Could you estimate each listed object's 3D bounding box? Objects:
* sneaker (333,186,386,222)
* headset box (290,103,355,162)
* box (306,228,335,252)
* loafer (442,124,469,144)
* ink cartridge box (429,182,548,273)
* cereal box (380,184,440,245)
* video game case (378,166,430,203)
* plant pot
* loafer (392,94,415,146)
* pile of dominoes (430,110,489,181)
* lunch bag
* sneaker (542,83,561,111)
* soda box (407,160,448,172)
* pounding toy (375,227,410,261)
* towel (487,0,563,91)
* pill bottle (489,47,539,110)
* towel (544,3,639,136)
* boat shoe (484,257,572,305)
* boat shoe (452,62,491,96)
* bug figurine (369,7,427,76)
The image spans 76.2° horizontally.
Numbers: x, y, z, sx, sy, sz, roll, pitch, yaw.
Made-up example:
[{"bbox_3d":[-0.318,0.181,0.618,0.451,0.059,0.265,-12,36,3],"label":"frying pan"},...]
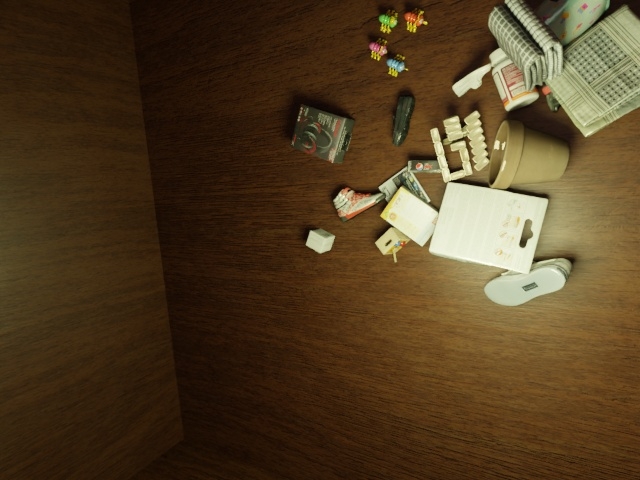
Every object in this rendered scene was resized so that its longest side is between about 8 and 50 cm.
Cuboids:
[{"bbox_3d":[0.177,-0.203,1.962,0.270,0.090,0.145,-29,86,38],"label":"sneaker"},{"bbox_3d":[0.020,-0.517,1.990,0.293,0.110,0.218,27,111,24],"label":"headset box"},{"bbox_3d":[0.000,0.000,2.106,0.102,0.101,0.087,28,113,25],"label":"box"},{"bbox_3d":[0.578,-0.445,1.708,0.148,0.056,0.050,-23,86,22],"label":"loafer"},{"bbox_3d":[0.669,-0.052,1.651,0.385,0.091,0.308,15,84,26],"label":"ink cartridge box"},{"bbox_3d":[0.416,-0.111,1.845,0.240,0.047,0.173,37,118,7],"label":"cereal box"},{"bbox_3d":[0.386,-0.215,1.883,0.173,0.022,0.190,-35,80,31],"label":"video game case"},{"bbox_3d":[0.777,-0.308,1.524,0.229,0.263,0.263,10,105,9],"label":"plant pot"},{"bbox_3d":[0.356,-0.532,1.812,0.078,0.076,0.223,21,105,32],"label":"loafer"},{"bbox_3d":[0.576,-0.388,1.683,0.196,0.040,0.251,-16,109,16],"label":"pile of dominoes"},{"bbox_3d":[0.827,-0.765,1.367,0.223,0.262,0.160,-40,78,27],"label":"lunch bag"},{"bbox_3d":[0.946,-0.528,1.445,0.276,0.098,0.135,-6,96,34],"label":"sneaker"},{"bbox_3d":[0.467,-0.322,1.780,0.169,0.060,0.053,5,102,22],"label":"soda box"},{"bbox_3d":[0.340,0.024,1.903,0.141,0.130,0.100,-47,63,28],"label":"pounding toy"},{"bbox_3d":[0.675,-0.643,1.353,0.121,0.284,0.235,-37,70,24],"label":"towel"},{"bbox_3d":[0.726,-0.616,1.542,0.121,0.121,0.221,-21,85,32],"label":"pill bottle"},{"bbox_3d":[0.944,-0.556,1.346,0.312,0.056,0.324,-35,70,29],"label":"towel"},{"bbox_3d":[0.829,0.147,1.627,0.135,0.156,0.367,54,149,6],"label":"boat shoe"},{"bbox_3d":[0.605,-0.631,1.619,0.063,0.066,0.184,58,146,-6],"label":"boat shoe"},{"bbox_3d":[0.323,-0.872,1.765,0.216,0.072,0.279,30,114,23],"label":"bug figurine"}]
